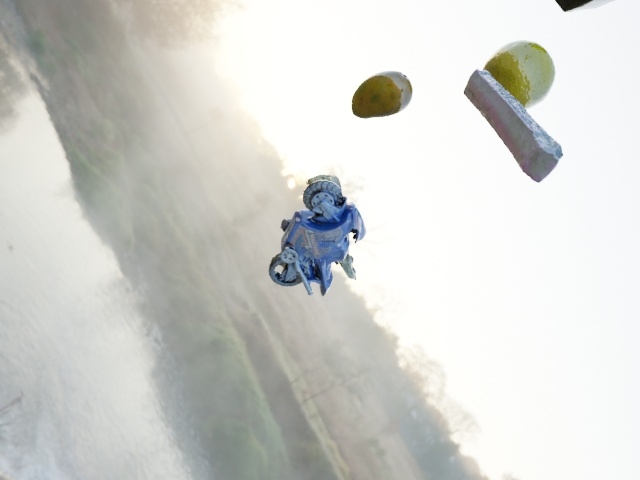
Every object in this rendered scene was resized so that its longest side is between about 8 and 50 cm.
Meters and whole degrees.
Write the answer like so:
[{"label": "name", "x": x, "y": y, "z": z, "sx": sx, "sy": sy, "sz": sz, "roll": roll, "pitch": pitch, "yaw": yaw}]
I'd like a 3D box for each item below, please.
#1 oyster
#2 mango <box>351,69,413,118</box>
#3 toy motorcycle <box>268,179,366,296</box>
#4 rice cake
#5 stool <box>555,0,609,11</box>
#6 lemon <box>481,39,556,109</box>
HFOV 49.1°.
[{"label": "oyster", "x": 0.034, "y": -0.018, "z": 1.255, "sx": 0.106, "sy": 0.061, "sz": 0.200, "roll": -127, "pitch": -160, "yaw": -74}, {"label": "mango", "x": 0.149, "y": -0.359, "z": 1.726, "sx": 0.089, "sy": 0.163, "sz": 0.111, "roll": -35, "pitch": 119, "yaw": -66}, {"label": "toy motorcycle", "x": 0.000, "y": 0.000, "z": 1.024, "sx": 0.076, "sy": 0.114, "sz": 0.205, "roll": -92, "pitch": -156, "yaw": -50}, {"label": "rice cake", "x": 0.358, "y": -0.235, "z": 1.343, "sx": 0.073, "sy": 0.056, "sz": 0.365, "roll": -62, "pitch": -153, "yaw": 31}, {"label": "stool", "x": 0.710, "y": -0.727, "z": 1.854, "sx": 0.232, "sy": 0.141, "sz": 0.232, "roll": 46, "pitch": -37, "yaw": 51}, {"label": "lemon", "x": 0.496, "y": -0.413, "z": 1.777, "sx": 0.178, "sy": 0.203, "sz": 0.178, "roll": 63, "pitch": -4, "yaw": 8}]
